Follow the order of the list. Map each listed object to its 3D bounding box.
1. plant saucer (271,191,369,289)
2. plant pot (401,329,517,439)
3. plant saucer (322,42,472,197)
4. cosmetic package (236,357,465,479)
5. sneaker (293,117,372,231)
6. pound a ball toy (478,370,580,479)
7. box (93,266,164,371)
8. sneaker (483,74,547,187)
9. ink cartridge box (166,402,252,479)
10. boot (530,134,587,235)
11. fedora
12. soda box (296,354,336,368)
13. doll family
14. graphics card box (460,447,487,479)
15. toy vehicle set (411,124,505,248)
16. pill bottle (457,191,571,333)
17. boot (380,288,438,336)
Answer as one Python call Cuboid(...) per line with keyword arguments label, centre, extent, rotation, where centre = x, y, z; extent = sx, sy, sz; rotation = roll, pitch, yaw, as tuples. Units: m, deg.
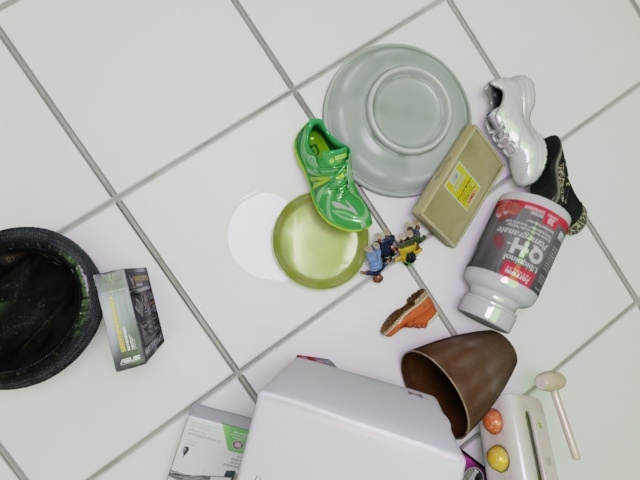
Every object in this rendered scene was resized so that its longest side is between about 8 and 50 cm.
Cuboid(label="plant saucer", centre=(0.000, 0.000, 1.044), extent=(0.240, 0.037, 0.241), rotation=(0, 88, -10))
Cuboid(label="plant pot", centre=(0.351, 0.313, 1.019), extent=(0.230, 0.215, 0.216), rotation=(-22, 91, -24))
Cuboid(label="plant saucer", centre=(0.208, -0.311, 1.060), extent=(0.400, 0.100, 0.401), rotation=(0, 87, -9))
Cuboid(label="cosmetic package", centre=(0.031, 0.470, 0.770), extent=(0.327, 0.329, 0.394), rotation=(14, 86, 9))
Cuboid(label="sneaker", centre=(0.025, -0.150, 0.979), extent=(0.109, 0.123, 0.296), rotation=(-25, 76, -22))
Cuboid(label="pound a ball toy", centre=(0.463, 0.470, 0.967), extent=(0.135, 0.208, 0.319), rotation=(15, 58, -23))
Cuboid(label="box", centre=(-0.386, 0.149, 0.877), extent=(0.056, 0.231, 0.183), rotation=(-14, 91, -13))
Cuboid(label="sneaker", centre=(0.484, -0.278, 1.093), extent=(0.129, 0.111, 0.297), rotation=(-5, 80, -21))
Cuboid(label="ink cartridge box", centre=(-0.249, 0.503, 0.954), extent=(0.160, 0.092, 0.220), rotation=(18, 85, -8))
Cuboid(label="boot", centre=(0.633, -0.145, 1.134), extent=(0.178, 0.085, 0.237), rotation=(35, 56, -28))
Cuboid(label="fedora", centre=(-0.598, 0.133, 0.882), extent=(0.333, 0.152, 0.334), rotation=(0, 90, -6))
Cuboid(label="soda box", centre=(-0.032, 0.411, 0.998), extent=(0.092, 0.083, 0.264), rotation=(10, 86, -7))
Cuboid(label="doll family", centre=(0.181, 0.032, 1.049), extent=(0.192, 0.076, 0.111), rotation=(-16, 131, -3))
Cuboid(label="graphics card box", centre=(0.311, 0.631, 1.041), extent=(0.371, 0.094, 0.233), rotation=(40, 83, -5))
Cuboid(label="toy vehicle set", centre=(0.352, -0.133, 1.072), extent=(0.166, 0.035, 0.267), rotation=(38, 82, -33))
Cuboid(label="pill bottle", centre=(0.464, 0.056, 1.046), extent=(0.176, 0.176, 0.319), rotation=(28, 83, -7))
Cuboid(label="boot", centre=(0.225, 0.201, 1.064), extent=(0.158, 0.059, 0.085), rotation=(-37, 99, -10))
